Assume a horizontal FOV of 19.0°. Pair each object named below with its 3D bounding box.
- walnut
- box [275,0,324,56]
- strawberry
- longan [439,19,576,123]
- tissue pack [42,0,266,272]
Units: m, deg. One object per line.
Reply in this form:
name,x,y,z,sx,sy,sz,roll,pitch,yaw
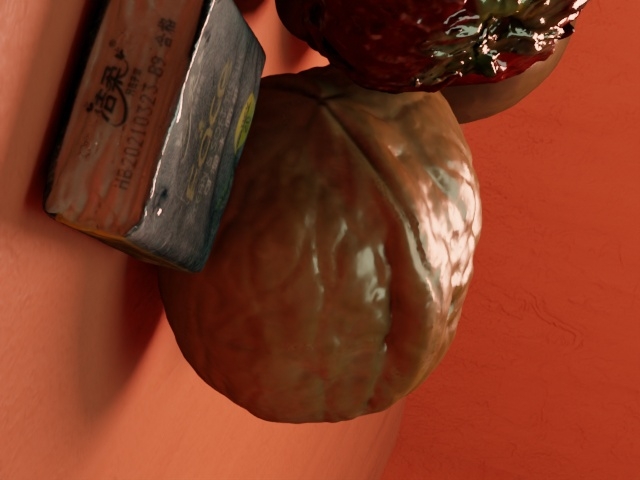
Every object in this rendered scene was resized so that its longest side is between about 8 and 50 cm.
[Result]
walnut,-0.002,-0.001,1.595,0.252,0.277,0.313,-110,-165,-45
box,0.048,-0.356,1.649,0.263,0.108,0.404,-116,-140,-77
strawberry,0.107,-0.238,1.461,0.274,0.274,0.220,81,-16,-69
longan,0.133,-0.267,1.944,0.297,0.297,0.297,15,90,-81
tissue pack,-0.112,-0.082,1.347,0.257,0.081,0.185,44,62,-81
